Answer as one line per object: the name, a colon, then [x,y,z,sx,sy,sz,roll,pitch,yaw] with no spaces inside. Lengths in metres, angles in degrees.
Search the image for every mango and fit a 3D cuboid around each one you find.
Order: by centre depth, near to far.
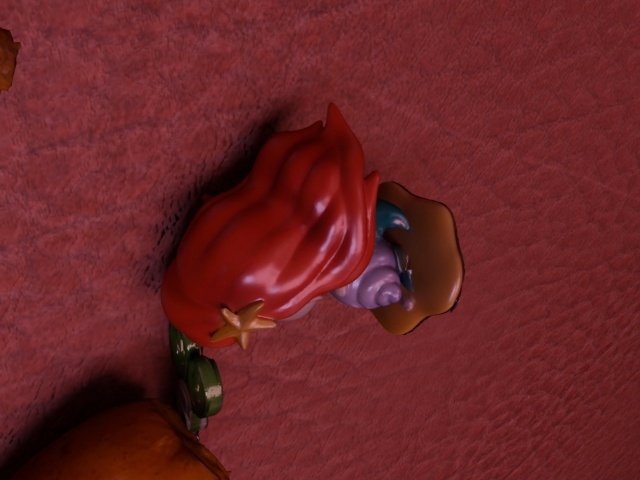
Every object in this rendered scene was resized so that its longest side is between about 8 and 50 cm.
mango: [-0.219,0.295,0.680,0.199,0.201,0.350,41,94,-11]

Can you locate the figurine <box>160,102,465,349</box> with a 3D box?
figurine: [-0.006,-0.002,0.701,0.257,0.181,0.208,2,154,-44]

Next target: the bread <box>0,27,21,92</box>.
bread: [-0.293,-0.064,0.347,0.274,0.114,0.185,14,96,-62]

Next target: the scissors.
scissors: [-0.129,0.166,0.757,0.027,0.101,0.204,-11,139,-24]
